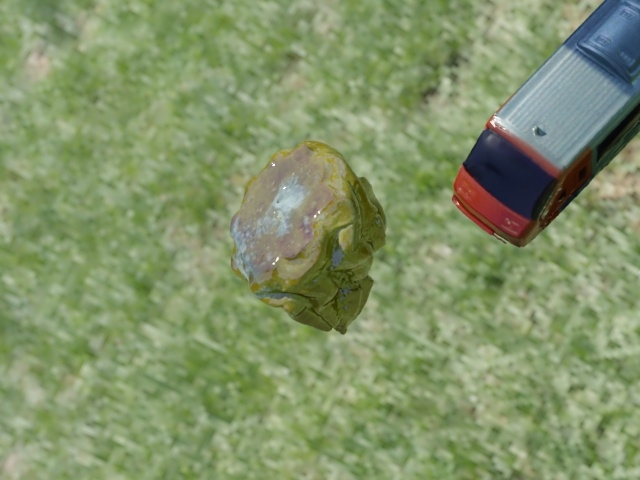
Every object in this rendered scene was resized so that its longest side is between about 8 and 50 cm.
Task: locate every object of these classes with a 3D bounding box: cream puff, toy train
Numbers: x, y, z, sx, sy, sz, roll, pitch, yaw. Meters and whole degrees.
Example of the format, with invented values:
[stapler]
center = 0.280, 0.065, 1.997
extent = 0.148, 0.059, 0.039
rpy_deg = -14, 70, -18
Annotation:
[cream puff]
center = 0.000, 0.000, 1.421
extent = 0.146, 0.116, 0.146
rpy_deg = -27, 46, 32
[toy train]
center = 0.266, -0.166, 1.391
extent = 0.086, 0.089, 0.409
rpy_deg = 40, 76, 22

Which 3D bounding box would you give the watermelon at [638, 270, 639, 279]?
[watermelon]
center = 0.405, 0.040, 1.511
extent = 0.193, 0.231, 0.310
rpy_deg = 52, 131, 17
